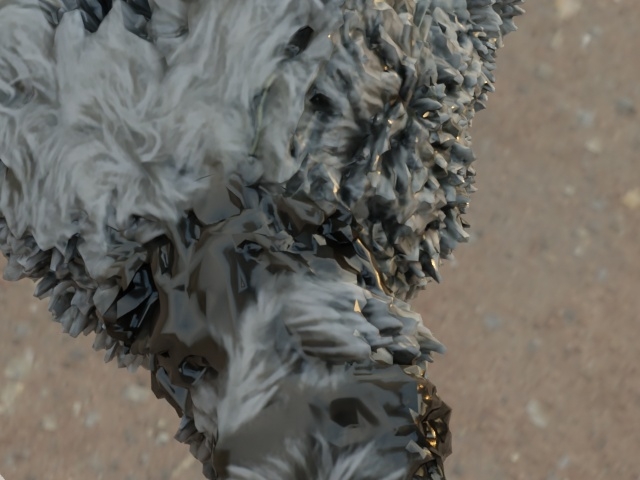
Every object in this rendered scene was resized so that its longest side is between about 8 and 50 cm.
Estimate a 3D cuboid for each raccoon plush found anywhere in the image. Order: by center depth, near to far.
[{"bbox_3d":[0.000,0.000,0.800,0.216,0.299,0.446,-11,74,27],"label":"raccoon plush"}]

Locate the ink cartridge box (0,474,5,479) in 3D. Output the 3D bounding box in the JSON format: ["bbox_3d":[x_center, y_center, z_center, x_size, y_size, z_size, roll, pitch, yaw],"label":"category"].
[{"bbox_3d":[-0.160,0.124,0.490,0.139,0.191,0.082,46,14,14],"label":"ink cartridge box"}]
